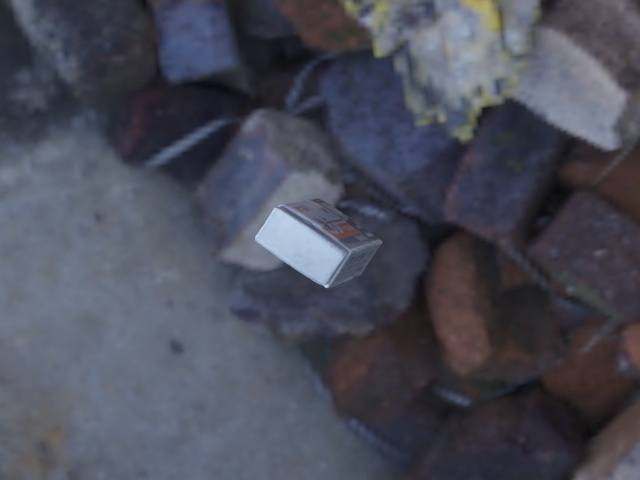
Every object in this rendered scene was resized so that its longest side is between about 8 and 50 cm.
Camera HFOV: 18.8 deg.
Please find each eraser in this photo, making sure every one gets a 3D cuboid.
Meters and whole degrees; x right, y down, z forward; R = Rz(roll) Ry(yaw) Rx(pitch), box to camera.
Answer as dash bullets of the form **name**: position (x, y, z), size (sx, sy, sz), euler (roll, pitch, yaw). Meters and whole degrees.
- **eraser**: position (0.000, 0.000, 1.144), size (0.052, 0.122, 0.029), euler (33, 99, 8)
